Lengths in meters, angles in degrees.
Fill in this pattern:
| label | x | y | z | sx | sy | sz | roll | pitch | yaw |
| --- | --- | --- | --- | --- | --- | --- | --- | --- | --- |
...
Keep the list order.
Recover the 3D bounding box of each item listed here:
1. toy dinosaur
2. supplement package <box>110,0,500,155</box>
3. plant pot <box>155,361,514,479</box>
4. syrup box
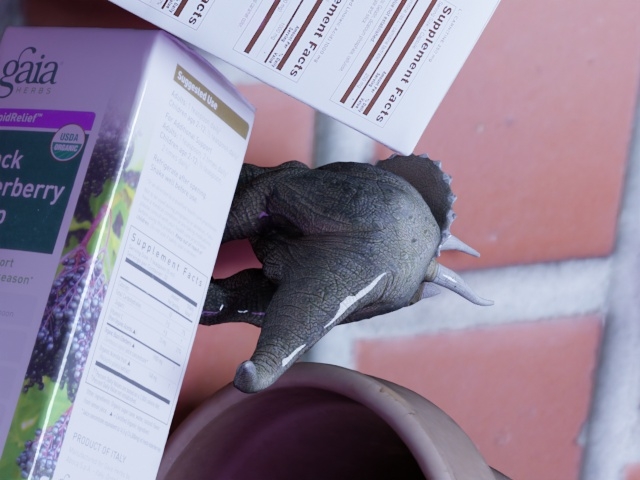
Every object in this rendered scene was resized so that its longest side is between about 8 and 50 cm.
| label | x | y | z | sx | sy | sz | roll | pitch | yaw |
| --- | --- | --- | --- | --- | --- | --- | --- | --- | --- |
| toy dinosaur | 0.000 | 0.000 | 0.934 | 0.160 | 0.313 | 0.121 | -11 | 91 | 6 |
| supplement package | -0.036 | -0.171 | 0.842 | 0.203 | 0.194 | 0.149 | 25 | 100 | -31 |
| plant pot | 0.050 | 0.214 | 1.045 | 0.229 | 0.263 | 0.263 | 16 | 106 | -46 |
| syrup box | -0.116 | 0.026 | 0.811 | 0.096 | 0.093 | 0.237 | 37 | 63 | -55 |
